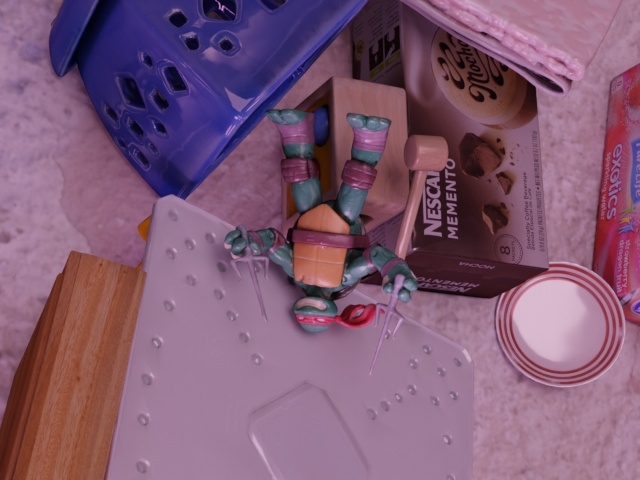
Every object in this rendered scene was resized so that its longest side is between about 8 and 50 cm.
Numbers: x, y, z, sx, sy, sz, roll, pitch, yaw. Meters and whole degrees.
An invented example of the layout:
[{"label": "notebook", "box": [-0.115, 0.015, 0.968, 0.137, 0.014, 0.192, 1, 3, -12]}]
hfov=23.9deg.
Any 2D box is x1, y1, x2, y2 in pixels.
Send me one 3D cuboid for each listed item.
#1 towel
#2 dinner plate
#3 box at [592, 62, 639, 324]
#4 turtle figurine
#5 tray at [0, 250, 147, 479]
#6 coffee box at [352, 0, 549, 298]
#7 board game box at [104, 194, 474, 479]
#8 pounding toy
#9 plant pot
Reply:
[{"label": "towel", "box": [0.165, -0.308, 1.608, 0.332, 0.053, 0.317, 31, 38, 2]}, {"label": "dinner plate", "box": [0.258, 0.091, 1.632, 0.141, 0.017, 0.141, 1, 72, -4]}, {"label": "box", "box": [0.415, -0.058, 1.701, 0.142, 0.154, 0.300, 19, 67, -21]}, {"label": "turtle figurine", "box": [0.000, 0.000, 1.385, 0.175, 0.118, 0.234, 4, 90, -2]}, {"label": "tray", "box": [-0.231, 0.230, 1.186, 0.076, 0.203, 0.411, 17, 50, -14]}, {"label": "coffee box", "box": [0.133, -0.101, 1.590, 0.168, 0.119, 0.297, 9, 70, -25]}, {"label": "board game box", "box": [-0.023, 0.198, 1.368, 0.390, 0.050, 0.390, 28, 48, -28]}, {"label": "pounding toy", "box": [0.035, -0.065, 1.477, 0.094, 0.206, 0.181, 7, 70, -25]}, {"label": "plant pot", "box": [-0.115, -0.209, 1.438, 0.212, 0.236, 0.236, 44, 61, -2]}]
